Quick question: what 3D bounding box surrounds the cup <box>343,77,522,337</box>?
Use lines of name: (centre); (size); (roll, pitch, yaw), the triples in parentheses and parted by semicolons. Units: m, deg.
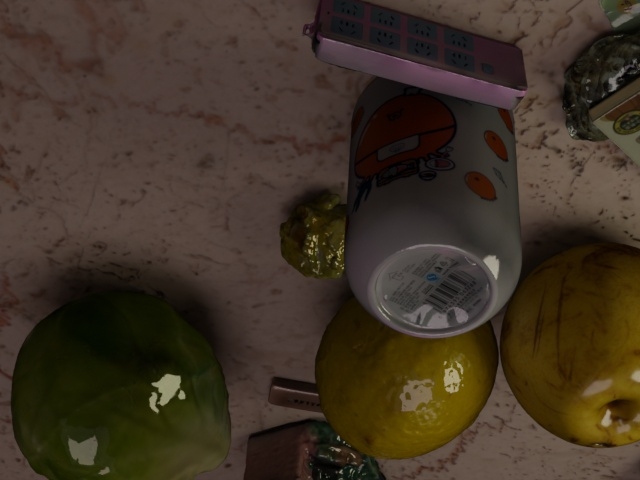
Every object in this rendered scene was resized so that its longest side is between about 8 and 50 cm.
cup: (0.136, -0.044, 1.365); (0.212, 0.317, 0.212); (2, 132, 3)

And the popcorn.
popcorn: (0.000, 0.000, 1.558); (0.121, 0.106, 0.116); (-8, 139, 12)

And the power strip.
power strip: (0.117, -0.225, 1.347); (0.279, 0.109, 0.037); (14, 129, -7)

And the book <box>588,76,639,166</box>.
book: (0.484, -0.143, 1.394); (0.202, 0.027, 0.264); (-34, 133, 26)

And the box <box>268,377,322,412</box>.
box: (-0.026, 0.253, 1.834); (0.115, 0.025, 0.048); (10, 133, -4)

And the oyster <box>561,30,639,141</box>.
oyster: (0.365, -0.189, 1.386); (0.125, 0.064, 0.177); (3, 135, -3)

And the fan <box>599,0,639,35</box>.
fan: (0.419, -0.268, 1.346); (0.240, 0.009, 0.131); (31, 129, -20)

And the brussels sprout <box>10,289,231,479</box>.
brussels sprout: (-0.294, 0.231, 1.669); (0.268, 0.344, 0.344); (5, 144, 52)

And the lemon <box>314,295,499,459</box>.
lemon: (0.117, 0.181, 1.610); (0.260, 0.260, 0.284); (36, 149, -23)

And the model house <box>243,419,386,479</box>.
model house: (-0.011, 0.462, 1.874); (0.202, 0.237, 0.237); (-11, 129, 17)

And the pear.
pear: (0.378, 0.144, 1.534); (0.281, 0.280, 0.280); (3, 131, 3)
